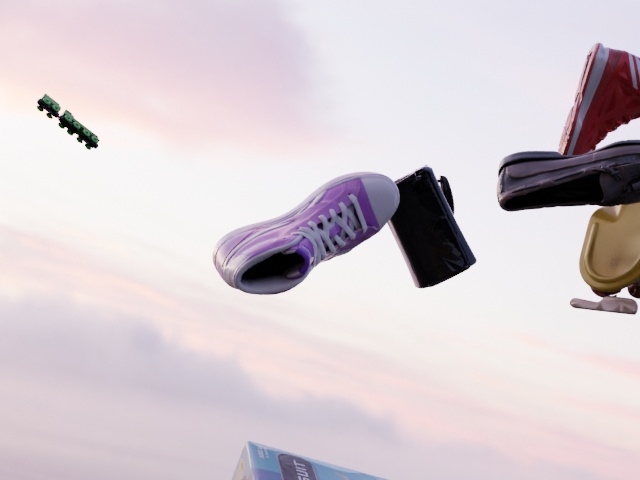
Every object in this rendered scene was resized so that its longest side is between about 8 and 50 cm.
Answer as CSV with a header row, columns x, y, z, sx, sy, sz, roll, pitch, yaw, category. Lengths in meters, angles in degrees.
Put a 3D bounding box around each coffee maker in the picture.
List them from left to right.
x,y,z,sx,sy,sz,roll,pitch,yaw,category
0.159,-0.018,2.139,0.120,0.178,0.171,-26,2,19,coffee maker

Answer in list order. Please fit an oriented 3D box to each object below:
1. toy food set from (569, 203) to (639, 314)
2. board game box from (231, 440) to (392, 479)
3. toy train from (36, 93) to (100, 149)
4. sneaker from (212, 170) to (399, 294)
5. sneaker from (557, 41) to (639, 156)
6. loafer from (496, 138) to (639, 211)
x,y,z,sx,sy,sz,roll,pitch,yaw,category
0.443,0.025,1.940,0.128,0.218,0.071,-5,-34,46,toy food set
0.080,0.328,1.372,0.336,0.079,0.254,18,12,-12,board game box
-0.276,-0.130,1.482,0.083,0.017,0.024,39,23,-20,toy train
0.000,0.001,1.840,0.282,0.102,0.161,-28,17,-10,sneaker
0.433,-0.172,2.003,0.128,0.221,0.087,15,22,2,sneaker
0.374,-0.075,1.863,0.267,0.084,0.096,-3,-46,21,loafer
